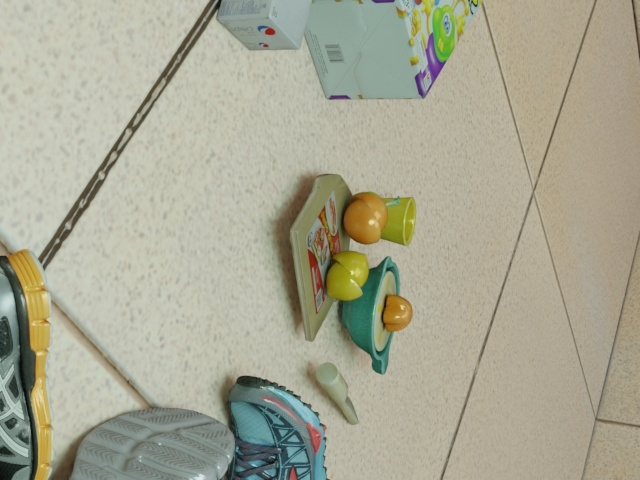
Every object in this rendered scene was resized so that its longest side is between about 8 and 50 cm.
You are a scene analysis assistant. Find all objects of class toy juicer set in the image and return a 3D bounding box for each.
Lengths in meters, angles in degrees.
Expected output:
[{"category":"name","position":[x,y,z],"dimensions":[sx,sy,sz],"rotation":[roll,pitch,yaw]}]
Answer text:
[{"category":"toy juicer set","position":[0.069,0.091,1.205],"dimensions":[0.209,0.090,0.328],"rotation":[22,77,-71]}]

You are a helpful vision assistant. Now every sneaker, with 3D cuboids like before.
[{"category":"sneaker","position":[-0.053,0.271,1.031],"dimensions":[0.125,0.104,0.261],"rotation":[-50,135,-43]},{"category":"sneaker","position":[-0.185,0.281,0.809],"dimensions":[0.321,0.125,0.180],"rotation":[-36,142,-62]},{"category":"sneaker","position":[-0.252,0.111,0.699],"dimensions":[0.083,0.084,0.214],"rotation":[-7,108,-31]}]

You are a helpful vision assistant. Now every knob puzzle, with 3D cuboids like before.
[{"category":"knob puzzle","position":[0.000,0.000,1.154],"dimensions":[0.213,0.030,0.213],"rotation":[7,90,-71]}]

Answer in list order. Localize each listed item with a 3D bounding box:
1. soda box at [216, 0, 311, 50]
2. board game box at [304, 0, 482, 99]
[{"category":"soda box","position":[-0.043,-0.319,0.998],"dimensions":[0.074,0.069,0.216],"rotation":[35,65,-57]},{"category":"board game box","position":[0.104,-0.318,1.181],"dimensions":[0.275,0.142,0.144],"rotation":[-59,141,-38]}]
